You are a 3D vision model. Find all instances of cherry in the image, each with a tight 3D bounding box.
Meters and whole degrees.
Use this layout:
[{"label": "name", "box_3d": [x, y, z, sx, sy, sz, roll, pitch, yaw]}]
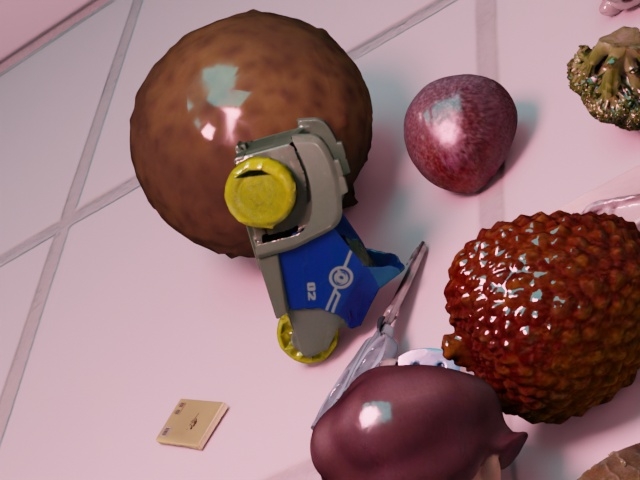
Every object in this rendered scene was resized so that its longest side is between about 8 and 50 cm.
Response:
[{"label": "cherry", "box_3d": [0.196, -0.156, 2.100, 0.176, 0.140, 0.176, -18, 48, 22]}]

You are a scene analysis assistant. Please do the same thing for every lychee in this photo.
[{"label": "lychee", "box_3d": [0.263, 0.080, 1.621, 0.271, 0.236, 0.236, -17, 34, 8]}]

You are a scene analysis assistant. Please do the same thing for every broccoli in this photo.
[{"label": "broccoli", "box_3d": [0.403, -0.214, 1.920, 0.162, 0.138, 0.146, 23, 57, 38]}]

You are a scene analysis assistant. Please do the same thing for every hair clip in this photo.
[{"label": "hair clip", "box_3d": [0.377, -0.027, 1.763, 0.331, 0.085, 0.101, -30, 33, 9]}]

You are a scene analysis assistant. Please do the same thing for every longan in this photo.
[{"label": "longan", "box_3d": [-0.101, -0.164, 2.268, 0.391, 0.391, 0.391, -31, 31, 21]}]

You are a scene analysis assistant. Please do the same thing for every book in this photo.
[{"label": "book", "box_3d": [-0.188, 0.268, 2.133, 0.111, 0.014, 0.077, -2, 50, 50]}]

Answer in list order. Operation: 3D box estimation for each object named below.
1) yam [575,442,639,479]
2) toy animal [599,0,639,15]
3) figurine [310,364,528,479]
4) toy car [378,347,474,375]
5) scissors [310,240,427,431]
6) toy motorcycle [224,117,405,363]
[{"label": "yam", "box_3d": [0.311, 0.311, 1.295, 0.202, 0.201, 0.271, -37, 23, 8]}, {"label": "toy animal", "box_3d": [0.462, -0.382, 2.110, 0.131, 0.104, 0.221, -46, 28, -9]}, {"label": "figurine", "box_3d": [0.135, 0.294, 1.539, 0.218, 0.206, 0.365, -44, 60, 34]}, {"label": "toy car", "box_3d": [0.137, 0.214, 1.756, 0.126, 0.098, 0.161, -2, 75, 20]}, {"label": "scissors", "box_3d": [0.081, 0.115, 1.952, 0.191, 0.029, 0.360, -50, 10, 46]}, {"label": "toy motorcycle", "box_3d": [0.000, 0.000, 2.004, 0.200, 0.326, 0.191, -17, 13, 7]}]
